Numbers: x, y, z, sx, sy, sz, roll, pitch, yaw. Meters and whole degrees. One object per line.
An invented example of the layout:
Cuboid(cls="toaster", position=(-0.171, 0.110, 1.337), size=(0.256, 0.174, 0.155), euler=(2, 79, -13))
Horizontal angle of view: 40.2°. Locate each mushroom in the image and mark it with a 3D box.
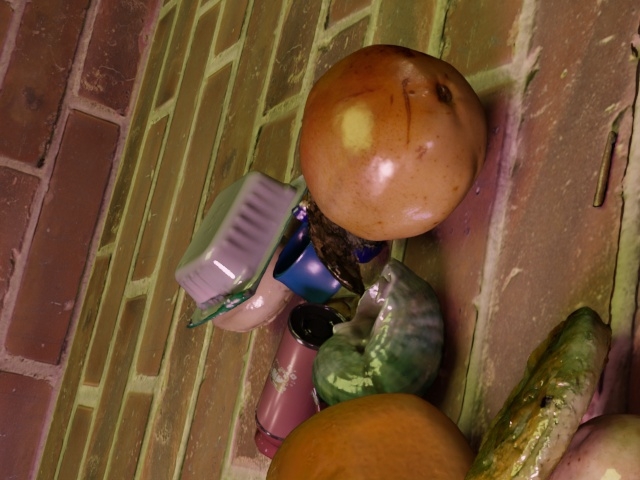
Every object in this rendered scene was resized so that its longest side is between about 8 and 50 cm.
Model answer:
Cuboid(cls="mushroom", position=(0.312, 0.262, 0.920), size=(0.166, 0.127, 0.166), euler=(-52, 11, 14))

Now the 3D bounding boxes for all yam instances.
Cuboid(cls="yam", position=(0.372, -0.092, 1.142), size=(0.014, 0.014, 0.107), euler=(0, 73, 61))

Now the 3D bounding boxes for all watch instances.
Cuboid(cls="watch", position=(0.003, 0.007, 1.592), size=(0.200, 0.171, 0.196), euler=(-48, 5, 31))

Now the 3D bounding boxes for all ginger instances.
Cuboid(cls="ginger", position=(0.068, 0.126, 1.510), size=(0.214, 0.058, 0.133), euler=(32, 109, 59))

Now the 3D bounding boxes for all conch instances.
Cuboid(cls="conch", position=(0.085, 0.177, 1.344), size=(0.220, 0.195, 0.277), euler=(-104, 18, -49))

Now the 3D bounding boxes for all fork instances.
Cuboid(cls="fork", position=(0.029, 0.103, 1.625), size=(0.219, 0.034, 0.029), euler=(-22, 63, 56))

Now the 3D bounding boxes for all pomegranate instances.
Cuboid(cls="pomegranate", position=(0.106, -0.147, 1.374), size=(0.319, 0.319, 0.319), euler=(-39, 41, 46))

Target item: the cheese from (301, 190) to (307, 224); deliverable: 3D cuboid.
Cuboid(cls="cheese", position=(-0.011, -0.041, 1.784), size=(0.106, 0.037, 0.256), euler=(-45, 40, 44))

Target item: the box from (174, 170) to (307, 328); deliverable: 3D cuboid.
Cuboid(cls="box", position=(-0.170, -0.007, 1.699), size=(0.264, 0.106, 0.337), euler=(-27, 32, 49))

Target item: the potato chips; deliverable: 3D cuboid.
Cuboid(cls="potato chips", position=(0.047, -0.009, 1.458), size=(0.029, 0.202, 0.220), euler=(-29, 39, 36))

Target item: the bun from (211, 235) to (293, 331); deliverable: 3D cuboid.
Cuboid(cls="bun", position=(-0.119, 0.094, 1.776), size=(0.229, 0.145, 0.229), euler=(-37, 33, 28))

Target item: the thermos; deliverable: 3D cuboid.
Cuboid(cls="thermos", position=(-0.035, 0.273, 1.538), size=(0.109, 0.136, 0.330), euler=(-45, -21, -53))

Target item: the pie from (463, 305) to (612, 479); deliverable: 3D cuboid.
Cuboid(cls="pie", position=(0.241, 0.201, 0.992), size=(0.277, 0.078, 0.277), euler=(-52, -15, -20))

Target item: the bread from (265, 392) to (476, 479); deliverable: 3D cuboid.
Cuboid(cls="bread", position=(0.064, 0.410, 1.141), size=(0.348, 0.252, 0.376), euler=(-54, 30, 36))
